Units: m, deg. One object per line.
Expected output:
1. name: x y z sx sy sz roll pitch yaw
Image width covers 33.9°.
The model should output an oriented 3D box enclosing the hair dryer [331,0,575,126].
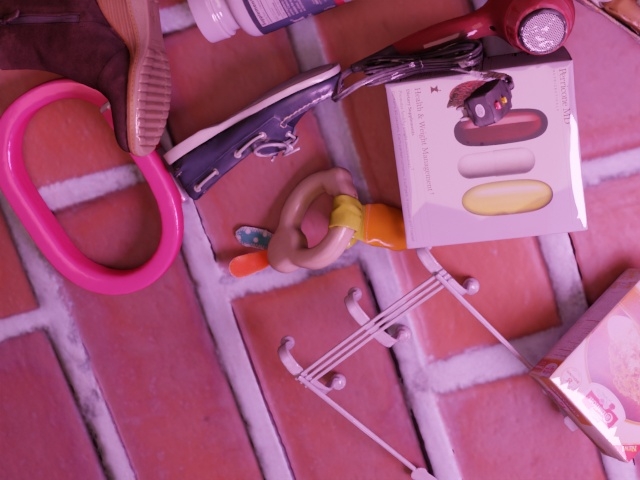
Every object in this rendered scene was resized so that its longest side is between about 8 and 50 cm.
1. hair dryer: 0.159 -0.237 1.127 0.223 0.293 0.080 17 138 35

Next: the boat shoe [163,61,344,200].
1. boat shoe: -0.073 -0.130 1.273 0.254 0.095 0.079 -28 98 16

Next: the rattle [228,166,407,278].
1. rattle: 0.000 0.000 1.333 0.200 0.143 0.130 -41 64 31

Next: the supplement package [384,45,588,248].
1. supplement package: 0.193 -0.109 1.210 0.203 0.149 0.194 -7 104 12

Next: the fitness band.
1. fitness band: -0.293 -0.067 1.346 0.209 0.054 0.291 -30 98 15

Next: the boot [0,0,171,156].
1. boot: -0.292 -0.215 1.272 0.207 0.090 0.248 -4 83 17

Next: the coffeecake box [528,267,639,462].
1. coffeecake box: 0.368 0.147 1.259 0.185 0.068 0.142 -45 96 -10

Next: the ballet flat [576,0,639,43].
1. ballet flat: 0.357 -0.277 1.161 0.316 0.106 0.107 35 107 -2

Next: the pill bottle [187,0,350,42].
1. pill bottle: -0.059 -0.298 1.218 0.180 0.108 0.108 -18 102 14

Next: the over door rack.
1. over door rack: 0.136 0.170 1.329 0.239 0.108 0.324 -38 111 16
